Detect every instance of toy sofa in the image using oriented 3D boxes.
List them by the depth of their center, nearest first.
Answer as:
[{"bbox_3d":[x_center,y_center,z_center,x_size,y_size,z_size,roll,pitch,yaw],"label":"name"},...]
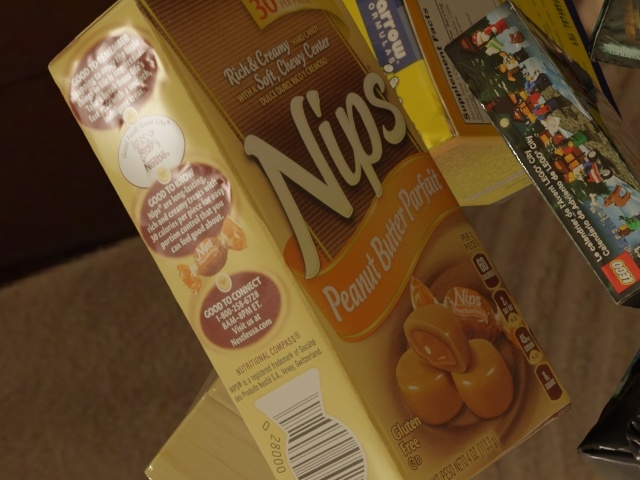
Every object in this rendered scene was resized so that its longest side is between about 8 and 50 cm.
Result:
[{"bbox_3d":[0.005,0.093,1.249,0.150,0.177,0.362,37,-158,-5],"label":"toy sofa"}]

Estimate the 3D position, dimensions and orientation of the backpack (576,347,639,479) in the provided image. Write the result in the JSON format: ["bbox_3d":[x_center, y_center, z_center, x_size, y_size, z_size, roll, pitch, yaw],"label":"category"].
[{"bbox_3d":[0.409,0.061,1.169,0.273,0.290,0.355,32,-111,-34],"label":"backpack"}]

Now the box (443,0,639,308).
[{"bbox_3d":[0.158,-0.037,0.854,0.159,0.044,0.233,58,-165,15],"label":"box"}]

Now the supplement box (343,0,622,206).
[{"bbox_3d":[0.135,-0.155,1.624,0.357,0.195,0.194,-4,-110,-52],"label":"supplement box"}]

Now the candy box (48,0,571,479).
[{"bbox_3d":[0.000,0.000,0.878,0.183,0.087,0.316,-24,-96,-54],"label":"candy box"}]

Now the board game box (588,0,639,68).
[{"bbox_3d":[0.310,-0.167,1.164,0.126,0.186,0.026,100,-178,-57],"label":"board game box"}]
